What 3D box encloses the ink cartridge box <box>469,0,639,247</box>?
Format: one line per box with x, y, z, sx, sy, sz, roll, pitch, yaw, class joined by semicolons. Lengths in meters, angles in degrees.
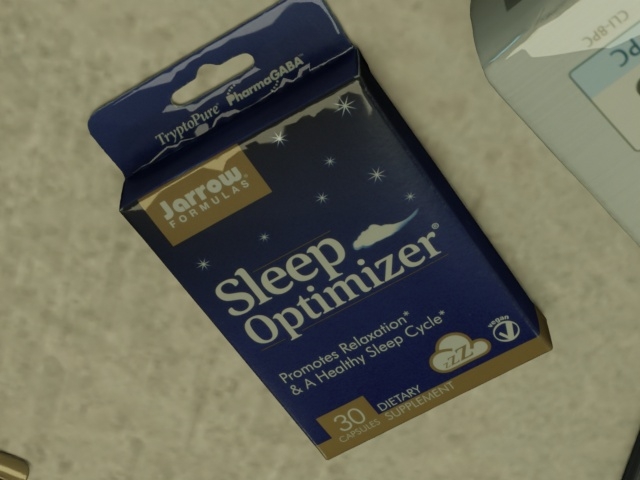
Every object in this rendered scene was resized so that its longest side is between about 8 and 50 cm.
0.304;-0.055;0.728;0.308;0.091;0.385;-37;112;21;ink cartridge box

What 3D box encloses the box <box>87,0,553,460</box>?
0.000;0.000;0.802;0.136;0.036;0.225;-28;118;17;box

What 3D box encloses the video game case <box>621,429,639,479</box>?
0.296;0.183;0.931;0.274;0.026;0.196;8;123;-7;video game case

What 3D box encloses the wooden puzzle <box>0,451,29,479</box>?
-0.203;0.140;0.903;0.116;0.014;0.078;18;121;-12;wooden puzzle
